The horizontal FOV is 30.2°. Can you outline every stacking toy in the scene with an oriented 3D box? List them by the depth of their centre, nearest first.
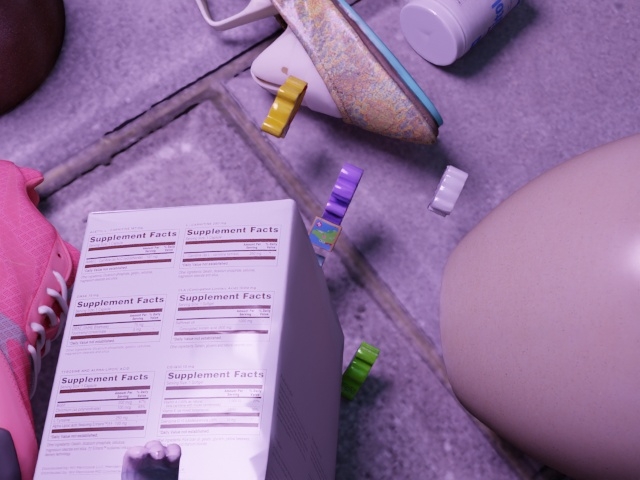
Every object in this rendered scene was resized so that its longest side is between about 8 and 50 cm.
[{"bbox_3d":[0.000,0.000,0.961,0.167,0.052,0.221,26,92,2],"label":"stacking toy"}]

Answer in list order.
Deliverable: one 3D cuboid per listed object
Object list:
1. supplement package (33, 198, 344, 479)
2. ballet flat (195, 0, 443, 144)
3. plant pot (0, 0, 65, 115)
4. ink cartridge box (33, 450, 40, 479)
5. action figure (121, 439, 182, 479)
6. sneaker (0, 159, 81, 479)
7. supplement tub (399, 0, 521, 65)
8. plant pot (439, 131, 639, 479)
[{"bbox_3d":[-0.076,0.110,0.810,0.149,0.194,0.203,-3,56,11],"label":"supplement package"},{"bbox_3d":[-0.034,-0.197,1.028,0.123,0.123,0.348,-32,79,-21],"label":"ballet flat"},{"bbox_3d":[-0.307,-0.231,0.909,0.216,0.230,0.215,4,69,-10],"label":"plant pot"},{"bbox_3d":[-0.185,0.244,0.796,0.225,0.056,0.181,35,25,5],"label":"ink cartridge box"},{"bbox_3d":[-0.075,0.260,0.713,0.370,0.276,0.248,16,76,-13],"label":"action figure"},{"bbox_3d":[-0.226,0.041,0.855,0.136,0.116,0.313,-4,49,-27],"label":"sneaker"},{"bbox_3d":[0.131,-0.217,1.082,0.071,0.071,0.107,43,68,6],"label":"supplement tub"},{"bbox_3d":[0.202,0.062,0.911,0.191,0.284,0.284,-5,66,25],"label":"plant pot"}]
